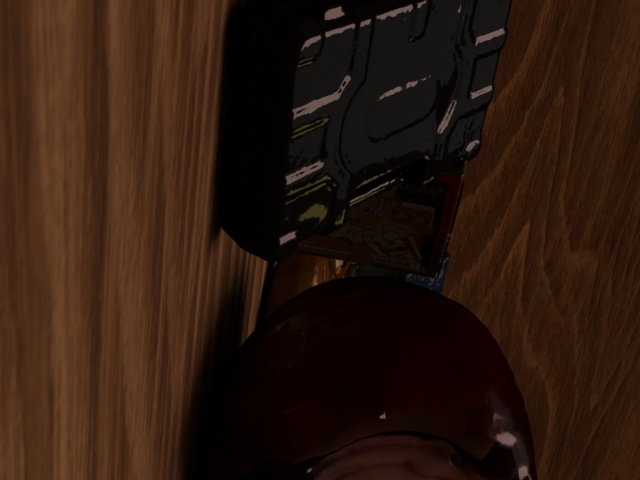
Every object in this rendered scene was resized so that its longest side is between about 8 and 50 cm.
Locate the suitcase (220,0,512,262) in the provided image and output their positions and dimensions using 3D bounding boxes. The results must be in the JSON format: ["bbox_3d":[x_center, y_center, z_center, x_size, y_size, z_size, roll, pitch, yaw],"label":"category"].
[{"bbox_3d":[0.044,-0.118,0.770,0.285,0.066,0.206,-28,139,-40],"label":"suitcase"}]

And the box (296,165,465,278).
[{"bbox_3d":[0.051,-0.075,1.032,0.177,0.194,0.148,97,5,-52],"label":"box"}]

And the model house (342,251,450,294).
[{"bbox_3d":[0.119,0.122,1.662,0.295,0.329,0.252,-77,179,-55],"label":"model house"}]

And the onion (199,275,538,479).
[{"bbox_3d":[0.036,0.196,0.914,0.341,0.341,0.341,11,90,-86],"label":"onion"}]

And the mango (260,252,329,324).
[{"bbox_3d":[-0.035,0.088,1.162,0.098,0.075,0.190,-10,117,-78],"label":"mango"}]

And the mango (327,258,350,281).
[{"bbox_3d":[0.001,-0.002,1.318,0.178,0.090,0.115,-79,-170,-64],"label":"mango"}]
